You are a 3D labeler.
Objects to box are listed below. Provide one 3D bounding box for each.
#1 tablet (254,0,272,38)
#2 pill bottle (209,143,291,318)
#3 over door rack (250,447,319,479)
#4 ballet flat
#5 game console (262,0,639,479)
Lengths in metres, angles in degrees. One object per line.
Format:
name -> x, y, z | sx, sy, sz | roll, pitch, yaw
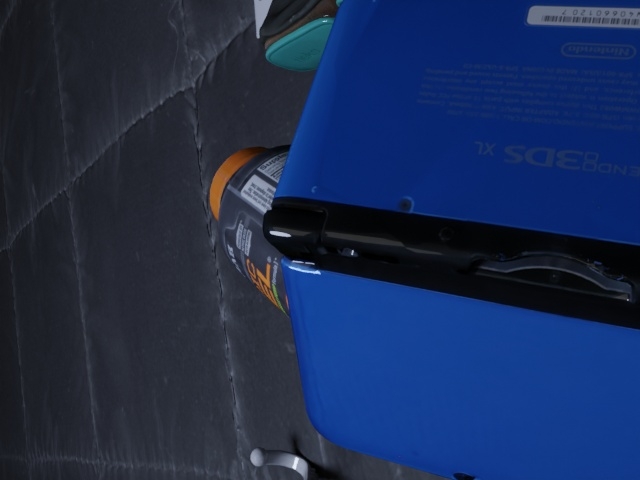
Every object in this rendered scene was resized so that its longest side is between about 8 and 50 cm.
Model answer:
tablet -> -0.056, -0.262, 0.741 | 0.054, 0.006, 0.083 | -9, 84, 53
pill bottle -> 0.000, 0.000, 0.579 | 0.245, 0.130, 0.131 | 36, 120, 47
over door rack -> -0.053, 0.336, 0.566 | 0.324, 0.108, 0.240 | -152, 76, -77
ballet flat -> 0.037, -0.201, 0.555 | 0.280, 0.095, 0.096 | 9, 87, 52
game console -> 0.136, 0.009, 0.383 | 0.292, 0.173, 0.250 | 10, 70, 22
